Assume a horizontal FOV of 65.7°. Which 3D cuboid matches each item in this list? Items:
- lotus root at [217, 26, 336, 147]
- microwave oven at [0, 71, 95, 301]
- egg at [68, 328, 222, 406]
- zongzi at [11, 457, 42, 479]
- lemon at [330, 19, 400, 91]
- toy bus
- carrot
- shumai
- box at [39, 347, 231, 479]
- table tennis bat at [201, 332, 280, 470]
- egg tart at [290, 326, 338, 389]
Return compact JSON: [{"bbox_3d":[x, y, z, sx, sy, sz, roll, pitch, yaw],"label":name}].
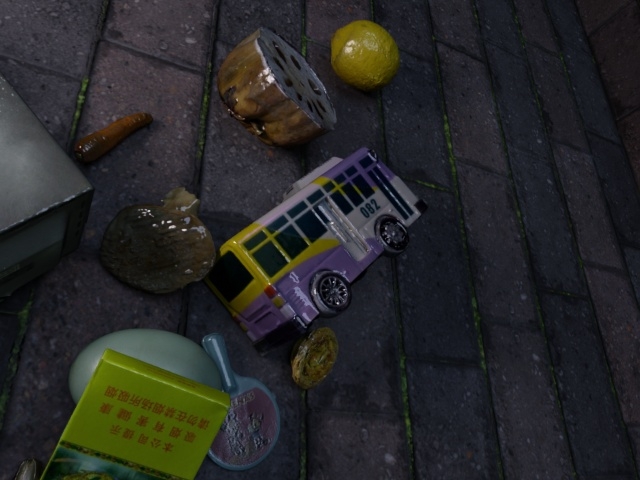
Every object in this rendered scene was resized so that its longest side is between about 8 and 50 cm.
[{"bbox_3d":[-0.107,-0.317,1.110,0.272,0.191,0.272,50,21,-26],"label":"lotus root"},{"bbox_3d":[-0.591,-0.035,0.665,0.374,0.236,0.432,51,53,1],"label":"microwave oven"},{"bbox_3d":[-0.267,0.223,0.772,0.230,0.168,0.168,18,59,-17],"label":"egg"},{"bbox_3d":[-0.437,0.354,0.697,0.083,0.040,0.076,-9,64,-15],"label":"zongzi"},{"bbox_3d":[0.121,-0.500,1.354,0.193,0.180,0.181,52,44,-42],"label":"lemon"},{"bbox_3d":[0.000,0.000,1.015,0.249,0.209,0.440,50,54,1],"label":"toy bus"},{"bbox_3d":[-0.408,-0.212,0.986,0.047,0.047,0.191,43,47,-6],"label":"carrot"},{"bbox_3d":[-0.280,-0.002,0.907,0.153,0.209,0.162,-77,157,-65],"label":"shumai"},{"bbox_3d":[-0.279,0.332,0.675,0.186,0.047,0.335,27,93,-17],"label":"box"},{"bbox_3d":[-0.159,0.285,0.892,0.152,0.040,0.245,-15,80,-34],"label":"table tennis bat"},{"bbox_3d":[-0.017,0.230,0.978,0.128,0.049,0.129,-18,115,-44],"label":"egg tart"}]
